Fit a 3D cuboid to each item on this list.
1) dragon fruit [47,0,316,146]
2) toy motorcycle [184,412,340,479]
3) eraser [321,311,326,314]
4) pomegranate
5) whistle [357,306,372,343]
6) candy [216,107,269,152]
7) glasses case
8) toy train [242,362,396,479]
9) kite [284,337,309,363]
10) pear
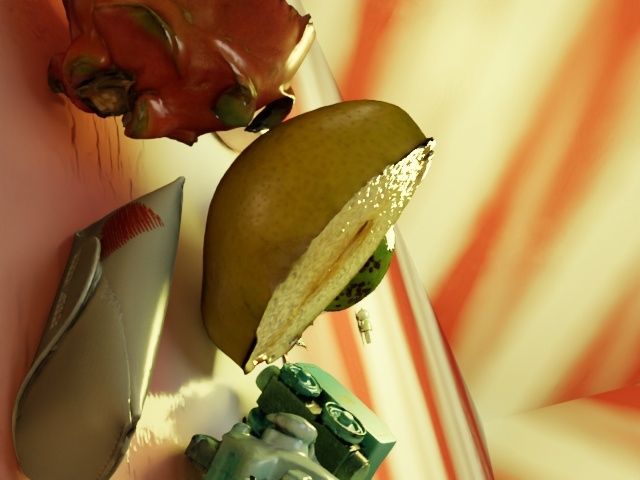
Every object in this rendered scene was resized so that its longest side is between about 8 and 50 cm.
[{"bbox_3d":[-0.174,-0.229,0.680,0.305,0.226,0.305,29,9,-5],"label":"dragon fruit"},{"bbox_3d":[-0.030,0.266,0.576,0.206,0.260,0.154,37,68,-21],"label":"toy motorcycle"},{"bbox_3d":[-0.027,0.007,1.202,0.076,0.078,0.298,-29,98,-74],"label":"eraser"},{"bbox_3d":[0.000,0.000,1.035,0.254,0.270,0.254,-162,-90,-84],"label":"pomegranate"},{"bbox_3d":[0.119,0.225,1.504,0.035,0.035,0.100,40,35,-61],"label":"whistle"},{"bbox_3d":[-0.162,-0.292,1.084,0.255,0.094,0.256,-19,90,-74],"label":"candy"},{"bbox_3d":[-0.189,0.058,0.508,0.083,0.128,0.308,29,37,-30],"label":"glasses case"},{"bbox_3d":[0.000,0.258,0.795,0.203,0.112,0.163,39,9,33],"label":"toy train"},{"bbox_3d":[-0.070,0.146,1.010,0.232,0.009,0.189,37,36,-63],"label":"kite"},{"bbox_3d":[-0.034,-0.029,0.769,0.191,0.386,0.340,41,4,15],"label":"pear"}]
